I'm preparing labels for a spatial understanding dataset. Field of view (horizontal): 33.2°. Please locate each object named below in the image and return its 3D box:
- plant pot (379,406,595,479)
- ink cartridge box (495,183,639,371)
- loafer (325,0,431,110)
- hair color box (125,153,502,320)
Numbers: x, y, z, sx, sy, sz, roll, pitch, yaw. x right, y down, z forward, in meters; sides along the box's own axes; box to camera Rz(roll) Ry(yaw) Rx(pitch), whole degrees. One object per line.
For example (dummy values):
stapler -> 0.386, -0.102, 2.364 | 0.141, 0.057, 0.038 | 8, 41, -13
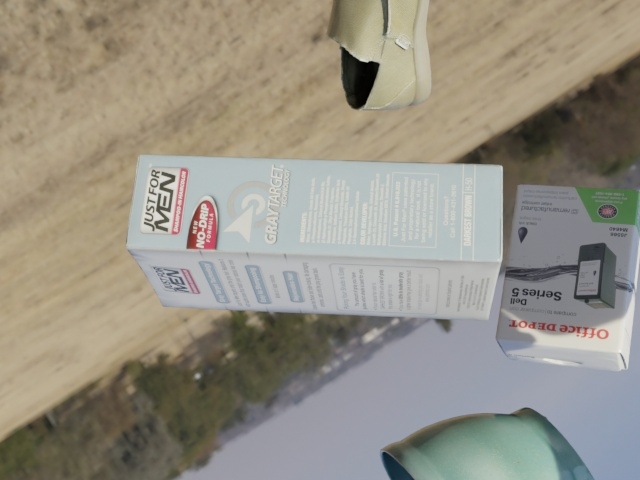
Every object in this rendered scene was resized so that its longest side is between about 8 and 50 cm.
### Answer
plant pot -> 0.238, 0.338, 1.385 | 0.196, 0.293, 0.293 | -33, 177, -10
ink cartridge box -> 0.405, 0.058, 1.733 | 0.198, 0.272, 0.115 | 4, 161, 21
loafer -> 0.053, -0.231, 1.091 | 0.092, 0.102, 0.268 | -32, 136, -15
hair color box -> 0.000, 0.000, 1.153 | 0.375, 0.113, 0.185 | 2, 157, 5
